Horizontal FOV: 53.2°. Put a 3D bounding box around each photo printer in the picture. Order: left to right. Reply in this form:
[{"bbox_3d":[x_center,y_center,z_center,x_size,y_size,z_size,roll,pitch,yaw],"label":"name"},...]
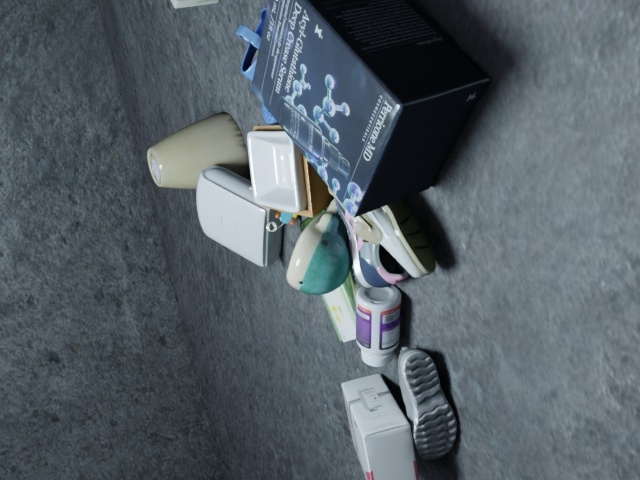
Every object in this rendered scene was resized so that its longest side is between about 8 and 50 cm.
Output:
[{"bbox_3d":[-0.264,-0.084,2.012,0.308,0.107,0.255,29,135,23],"label":"photo printer"}]

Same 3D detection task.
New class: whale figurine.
[{"bbox_3d":[0.024,0.015,1.548,0.141,0.272,0.216,26,140,5],"label":"whale figurine"}]

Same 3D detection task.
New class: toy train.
[{"bbox_3d":[-0.130,-0.114,1.849,0.046,0.125,0.166,-121,16,-84],"label":"toy train"}]

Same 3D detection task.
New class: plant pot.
[{"bbox_3d":[-0.417,-0.270,2.107,0.256,0.274,0.256,40,140,45],"label":"plant pot"}]

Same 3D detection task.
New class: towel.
[{"bbox_3d":[0.090,0.083,1.591,0.148,0.027,0.110,86,174,-53],"label":"towel"}]

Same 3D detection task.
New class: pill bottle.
[{"bbox_3d":[0.139,0.206,1.545,0.108,0.108,0.193,38,137,48],"label":"pill bottle"}]

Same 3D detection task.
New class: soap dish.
[{"bbox_3d":[-0.081,-0.190,1.681,0.291,0.118,0.228,15,114,58],"label":"soap dish"}]

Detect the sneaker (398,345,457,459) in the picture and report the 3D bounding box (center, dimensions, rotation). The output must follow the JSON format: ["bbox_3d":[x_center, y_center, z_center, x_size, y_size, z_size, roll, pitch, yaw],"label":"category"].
[{"bbox_3d":[0.246,0.375,1.496,0.115,0.105,0.281,-125,24,-78],"label":"sneaker"}]

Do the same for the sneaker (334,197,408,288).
[{"bbox_3d":[0.123,-0.048,1.449,0.131,0.112,0.318,-7,103,45],"label":"sneaker"}]

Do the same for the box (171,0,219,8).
[{"bbox_3d":[-0.351,-0.787,1.797,0.126,0.149,0.232,64,153,13],"label":"box"}]

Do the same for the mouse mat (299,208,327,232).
[{"bbox_3d":[0.000,0.000,1.790,0.190,0.007,0.152,-31,79,63],"label":"mouse mat"}]

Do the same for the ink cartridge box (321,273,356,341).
[{"bbox_3d":[0.053,0.195,1.763,0.235,0.056,0.171,-34,77,60],"label":"ink cartridge box"}]

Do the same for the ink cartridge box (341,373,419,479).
[{"bbox_3d":[0.146,0.492,1.595,0.283,0.117,0.207,-125,23,-75],"label":"ink cartridge box"}]

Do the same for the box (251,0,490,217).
[{"bbox_3d":[0.070,-0.299,1.219,0.395,0.212,0.293,53,147,24],"label":"box"}]

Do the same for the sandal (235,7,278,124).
[{"bbox_3d":[-0.146,-0.446,1.644,0.126,0.138,0.317,36,138,46],"label":"sandal"}]

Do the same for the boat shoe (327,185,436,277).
[{"bbox_3d":[0.129,-0.042,1.352,0.103,0.113,0.302,-38,78,30],"label":"boat shoe"}]
